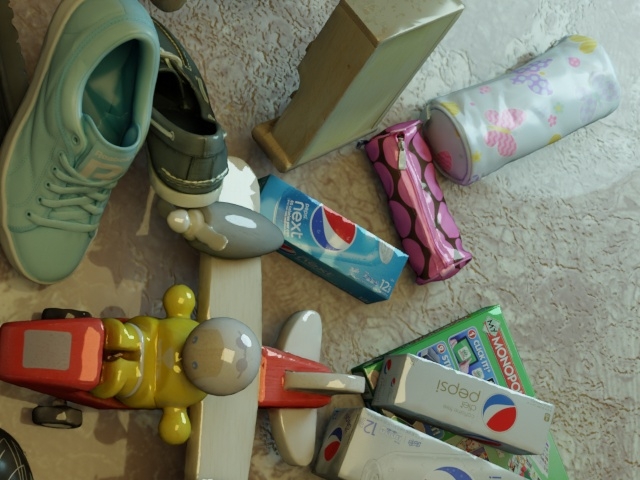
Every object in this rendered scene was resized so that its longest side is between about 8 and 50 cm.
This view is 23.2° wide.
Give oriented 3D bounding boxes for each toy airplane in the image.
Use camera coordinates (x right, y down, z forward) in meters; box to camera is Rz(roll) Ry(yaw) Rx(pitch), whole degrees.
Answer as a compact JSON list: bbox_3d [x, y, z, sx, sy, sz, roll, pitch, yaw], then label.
[{"bbox_3d":[-0.119,0.149,1.778,0.384,0.272,0.386,-40,97,-24],"label":"toy airplane"}]

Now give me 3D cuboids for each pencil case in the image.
[{"bbox_3d":[0.264,-0.175,2.059,0.273,0.113,0.124,-27,97,-22],"label":"pencil case"},{"bbox_3d":[0.125,-0.047,1.996,0.095,0.098,0.209,-23,92,-13],"label":"pencil case"}]

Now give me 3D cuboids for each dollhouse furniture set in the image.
[{"bbox_3d":[-0.052,-0.326,1.883,0.362,0.256,0.394,-27,73,-40],"label":"dollhouse furniture set"}]

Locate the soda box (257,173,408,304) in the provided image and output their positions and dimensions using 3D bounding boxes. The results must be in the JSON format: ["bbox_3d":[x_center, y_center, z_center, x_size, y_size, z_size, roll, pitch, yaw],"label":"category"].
[{"bbox_3d":[0.000,0.000,1.954,0.210,0.071,0.067,30,74,-16],"label":"soda box"}]

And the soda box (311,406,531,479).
[{"bbox_3d":[0.140,0.297,1.910,0.286,0.098,0.091,26,75,-17],"label":"soda box"}]

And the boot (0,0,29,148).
[{"bbox_3d":[-0.558,-0.196,1.689,0.445,0.146,0.367,-21,102,-24],"label":"boot"}]

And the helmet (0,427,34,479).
[{"bbox_3d":[-0.389,0.288,1.707,0.169,0.161,0.169,12,60,-22],"label":"helmet"}]

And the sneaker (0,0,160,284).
[{"bbox_3d":[-0.267,-0.098,1.720,0.135,0.150,0.365,3,115,-28],"label":"sneaker"}]

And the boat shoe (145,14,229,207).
[{"bbox_3d":[-0.174,-0.177,1.810,0.116,0.099,0.319,-4,45,-20],"label":"boat shoe"}]

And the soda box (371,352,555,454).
[{"bbox_3d":[0.179,0.206,1.948,0.216,0.074,0.069,20,77,-18],"label":"soda box"}]

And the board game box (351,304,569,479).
[{"bbox_3d":[0.195,0.269,2.012,0.214,0.046,0.317,-23,92,-23],"label":"board game box"}]
